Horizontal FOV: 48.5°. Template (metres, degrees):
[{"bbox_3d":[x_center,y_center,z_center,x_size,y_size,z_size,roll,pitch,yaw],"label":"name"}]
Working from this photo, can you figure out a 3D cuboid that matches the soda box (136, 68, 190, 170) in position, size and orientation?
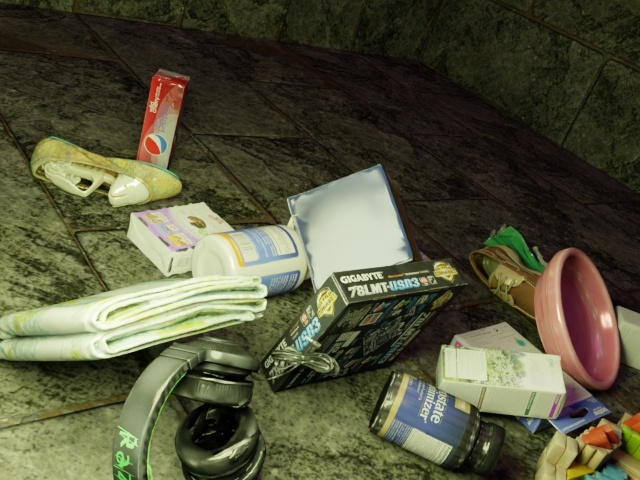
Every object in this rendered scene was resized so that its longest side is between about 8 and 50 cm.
[{"bbox_3d":[-0.409,-0.301,1.837,0.084,0.263,0.092,15,27,-7],"label":"soda box"}]

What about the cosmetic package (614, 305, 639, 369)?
[{"bbox_3d":[0.834,0.267,1.793,0.231,0.117,0.085,22,29,1],"label":"cosmetic package"}]

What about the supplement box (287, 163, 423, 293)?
[{"bbox_3d":[0.090,0.010,1.453,0.356,0.195,0.194,37,34,-72],"label":"supplement box"}]

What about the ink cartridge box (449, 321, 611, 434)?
[{"bbox_3d":[0.443,0.302,1.529,0.186,0.065,0.311,-7,35,-39],"label":"ink cartridge box"}]

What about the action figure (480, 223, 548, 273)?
[{"bbox_3d":[0.580,0.049,2.011,0.232,0.137,0.063,41,62,-8],"label":"action figure"}]

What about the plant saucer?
[{"bbox_3d":[0.593,0.185,1.657,0.332,0.084,0.332,23,59,-44],"label":"plant saucer"}]

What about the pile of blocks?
[{"bbox_3d":[0.561,0.409,1.358,0.362,0.112,0.149,-4,36,-37],"label":"pile of blocks"}]

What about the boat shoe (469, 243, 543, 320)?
[{"bbox_3d":[0.495,0.115,1.859,0.120,0.122,0.324,2,24,-21],"label":"boat shoe"}]

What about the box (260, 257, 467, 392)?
[{"bbox_3d":[0.078,0.156,1.301,0.293,0.295,0.073,-6,55,-38],"label":"box"}]

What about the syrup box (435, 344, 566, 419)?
[{"bbox_3d":[0.350,0.278,1.398,0.237,0.096,0.093,5,42,4],"label":"syrup box"}]

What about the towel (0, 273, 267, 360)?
[{"bbox_3d":[-0.310,0.118,1.141,0.374,0.090,0.321,-10,-1,44],"label":"towel"}]

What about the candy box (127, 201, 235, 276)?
[{"bbox_3d":[-0.300,-0.007,1.588,0.196,0.070,0.165,-12,41,-45],"label":"candy box"}]

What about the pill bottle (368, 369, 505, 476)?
[{"bbox_3d":[0.206,0.328,1.258,0.219,0.122,0.123,24,28,4],"label":"pill bottle"}]

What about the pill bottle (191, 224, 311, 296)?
[{"bbox_3d":[-0.124,0.046,1.521,0.272,0.152,0.152,-9,39,-44],"label":"pill bottle"}]

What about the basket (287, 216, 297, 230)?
[{"bbox_3d":[0.000,0.000,1.732,0.167,0.113,0.103,22,24,4],"label":"basket"}]

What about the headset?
[{"bbox_3d":[-0.126,0.248,1.034,0.185,0.243,0.394,6,19,25],"label":"headset"}]

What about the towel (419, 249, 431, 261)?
[{"bbox_3d":[0.223,0.053,1.834,0.113,0.023,0.152,-26,48,-24],"label":"towel"}]

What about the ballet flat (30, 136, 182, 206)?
[{"bbox_3d":[-0.507,-0.141,1.669,0.349,0.123,0.123,17,28,-7],"label":"ballet flat"}]
